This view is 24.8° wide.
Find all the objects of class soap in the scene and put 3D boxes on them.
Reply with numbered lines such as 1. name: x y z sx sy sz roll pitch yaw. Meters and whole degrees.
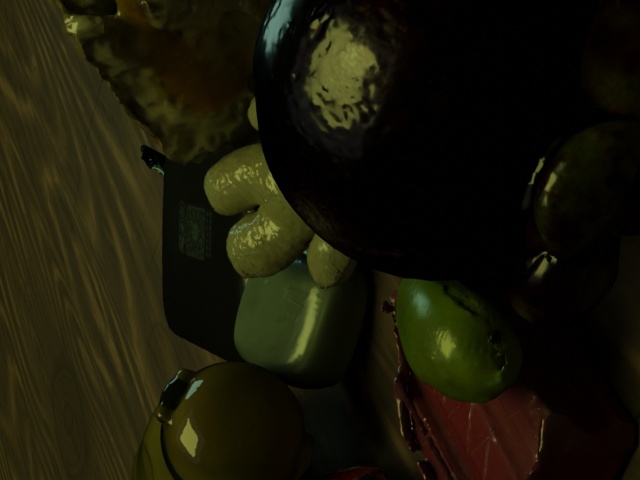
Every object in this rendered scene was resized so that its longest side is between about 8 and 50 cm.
1. soap: 0.133 0.118 1.148 0.250 0.099 0.162 -118 36 -44

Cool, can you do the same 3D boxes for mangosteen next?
1. mangosteen: 0.106 -0.089 0.989 0.313 0.297 0.297 64 153 1

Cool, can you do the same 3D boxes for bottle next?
1. bottle: -0.103 0.224 1.511 0.351 0.171 0.172 120 143 -70

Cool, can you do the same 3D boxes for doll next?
1. doll: 0.001 -0.066 1.361 0.278 0.175 0.149 -24 26 41

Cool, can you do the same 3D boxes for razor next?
1. razor: -0.197 -0.004 1.955 0.082 0.042 0.253 31 -132 -67

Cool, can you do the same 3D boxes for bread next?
1. bread: -0.120 -0.324 1.440 0.361 0.250 0.394 57 -163 -45

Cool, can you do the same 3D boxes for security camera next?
1. security camera: 0.000 0.000 1.475 0.157 0.080 0.302 24 102 51

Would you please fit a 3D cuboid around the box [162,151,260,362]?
1. box: -0.116 -0.011 1.736 0.289 0.073 0.290 -166 76 -65

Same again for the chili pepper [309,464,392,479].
1. chili pepper: 0.006 0.280 1.417 0.252 0.136 0.144 177 93 -75

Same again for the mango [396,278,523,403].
1. mango: 0.091 0.066 1.062 0.165 0.074 0.091 -145 46 -68
